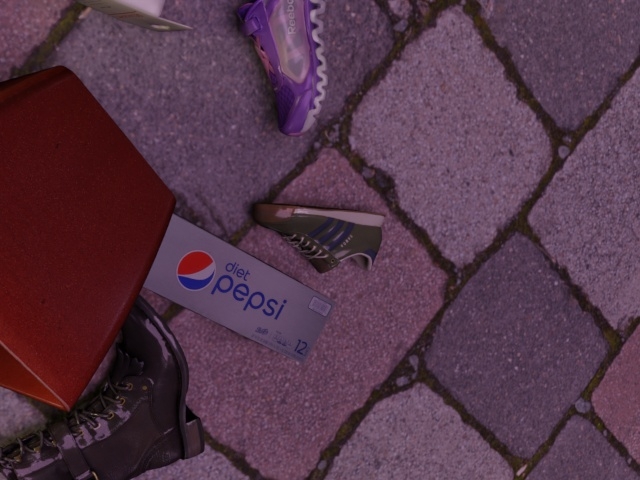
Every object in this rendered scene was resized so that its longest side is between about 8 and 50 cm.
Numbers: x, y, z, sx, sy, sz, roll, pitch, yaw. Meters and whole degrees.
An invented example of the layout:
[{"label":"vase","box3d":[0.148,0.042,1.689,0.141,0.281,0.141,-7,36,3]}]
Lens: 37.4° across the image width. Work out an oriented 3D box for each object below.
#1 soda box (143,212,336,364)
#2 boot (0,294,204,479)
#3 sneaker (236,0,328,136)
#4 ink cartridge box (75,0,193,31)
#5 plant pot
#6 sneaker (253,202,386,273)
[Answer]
[{"label":"soda box","box3d":[-0.125,0.045,1.130,0.286,0.098,0.091,30,86,-30]},{"label":"boot","box3d":[-0.263,0.206,1.090,0.229,0.091,0.263,-23,113,-24]},{"label":"sneaker","box3d":[-0.050,-0.242,1.123,0.105,0.095,0.236,-2,97,-22]},{"label":"ink cartridge box","box3d":[-0.231,-0.283,0.991,0.198,0.115,0.067,18,91,-32]},{"label":"plant pot","box3d":[-0.309,-0.023,0.935,0.235,0.267,0.267,-51,120,-27]},{"label":"sneaker","box3d":[0.000,0.000,1.210,0.192,0.064,0.086,4,93,-33]}]
